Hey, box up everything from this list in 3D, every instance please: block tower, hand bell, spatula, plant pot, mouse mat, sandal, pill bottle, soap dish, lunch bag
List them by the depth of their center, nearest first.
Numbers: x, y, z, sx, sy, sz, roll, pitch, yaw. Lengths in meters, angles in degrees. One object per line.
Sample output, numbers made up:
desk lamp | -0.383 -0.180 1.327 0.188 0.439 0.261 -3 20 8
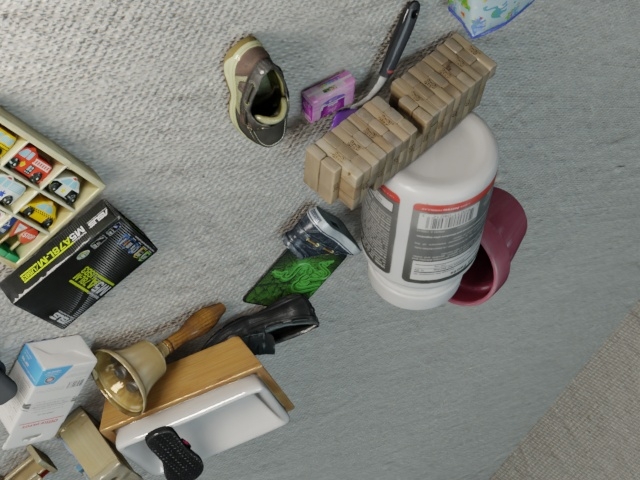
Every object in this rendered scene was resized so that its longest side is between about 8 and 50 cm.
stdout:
lunch bag | 0.268 -0.390 1.854 0.151 0.096 0.129 -24 150 -11
spatula | 0.083 -0.237 1.915 0.084 0.030 0.296 -11 140 -46
block tower | 0.124 -0.180 1.926 0.335 0.091 0.097 -40 160 -23
hand bell | -0.245 0.168 2.055 0.242 0.126 0.126 -37 156 -36
sandal | -0.243 0.349 2.088 0.067 0.040 0.179 -25 138 -4
pill bottle | 0.173 -0.048 2.117 0.210 0.210 0.363 -29 152 -21
soap dish | -0.210 0.283 2.151 0.291 0.118 0.229 -22 152 3
mouse mat | -0.043 0.065 2.234 0.152 0.007 0.190 -48 153 15
plant pot | 0.290 -0.004 2.376 0.180 0.201 0.201 -39 158 -40

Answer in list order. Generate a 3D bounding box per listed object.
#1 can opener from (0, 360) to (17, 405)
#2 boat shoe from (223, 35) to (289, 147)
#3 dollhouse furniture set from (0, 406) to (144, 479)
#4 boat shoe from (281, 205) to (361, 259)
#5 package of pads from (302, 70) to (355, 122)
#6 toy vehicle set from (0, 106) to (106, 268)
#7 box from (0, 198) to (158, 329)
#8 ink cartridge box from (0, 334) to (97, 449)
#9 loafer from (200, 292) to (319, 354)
can opener | -0.471 0.138 1.717 0.095 0.076 0.283 -36 154 -7
boat shoe | -0.079 -0.187 1.734 0.080 0.073 0.223 -34 152 -12
dollhouse furniture set | -0.420 0.399 2.111 0.184 0.129 0.129 -39 153 -6
boat shoe | 0.000 0.000 2.140 0.083 0.065 0.183 -37 152 11
package of pads | 0.013 -0.212 1.861 0.083 0.032 0.050 -30 150 -21
toy vehicle set | -0.397 -0.066 1.548 0.166 0.035 0.267 -43 153 4
box | -0.331 0.036 1.750 0.184 0.045 0.190 -42 163 -3
ink cartridge box | -0.429 0.232 1.926 0.104 0.060 0.180 -6 137 -49
loafer | -0.106 0.168 2.219 0.223 0.078 0.076 -26 152 -19
